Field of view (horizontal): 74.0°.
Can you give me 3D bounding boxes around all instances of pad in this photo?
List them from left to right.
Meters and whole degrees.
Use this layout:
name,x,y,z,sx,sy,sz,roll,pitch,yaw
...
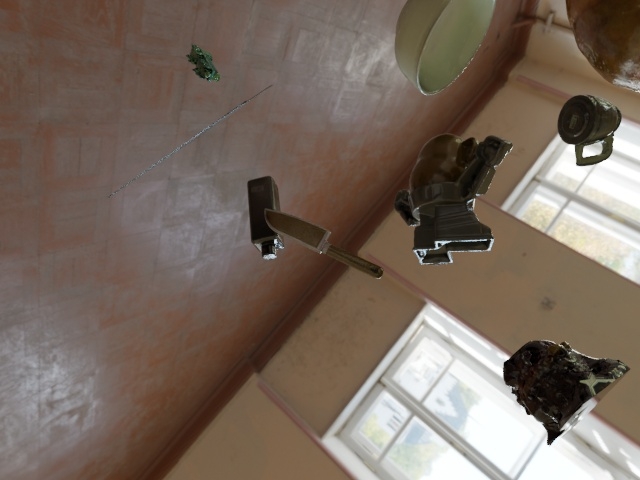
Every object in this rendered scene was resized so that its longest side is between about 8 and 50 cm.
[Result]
name,x,y,z,sx,sy,sz,roll,pitch,yaw
pad,-0.271,-0.221,0.919,0.367,0.007,0.248,-27,-160,18

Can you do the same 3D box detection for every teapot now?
name,x,y,z,sx,sy,sz,roll,pitch,yaw
teapot,0.618,-0.254,0.953,0.108,0.149,0.111,-5,158,-11

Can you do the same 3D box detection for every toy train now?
name,x,y,z,sx,sy,sz,roll,pitch,yaw
toy train,-0.200,-0.302,0.730,0.045,0.092,0.029,9,130,-46

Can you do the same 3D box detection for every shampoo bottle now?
name,x,y,z,sx,sy,sz,roll,pitch,yaw
shampoo bottle,-0.156,-0.063,1.217,0.080,0.246,0.079,-12,153,8

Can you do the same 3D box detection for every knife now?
name,x,y,z,sx,sy,sz,roll,pitch,yaw
knife,0.000,0.000,0.761,0.046,0.255,0.022,-60,160,-13

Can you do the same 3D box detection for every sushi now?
name,x,y,z,sx,sy,sz,roll,pitch,yaw
sushi,0.451,0.276,0.835,0.152,0.150,0.172,-18,134,-25

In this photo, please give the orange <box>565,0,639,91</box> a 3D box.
name,x,y,z,sx,sy,sz,roll,pitch,yaw
orange,0.383,-0.272,0.435,0.171,0.240,0.240,-10,131,-52

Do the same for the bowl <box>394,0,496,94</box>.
name,x,y,z,sx,sy,sz,roll,pitch,yaw
bowl,0.278,-0.511,1.026,0.277,0.145,0.277,-36,151,-23

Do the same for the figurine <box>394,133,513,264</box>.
name,x,y,z,sx,sy,sz,roll,pitch,yaw
figurine,0.283,-0.108,0.964,0.167,0.342,0.285,21,62,-44
